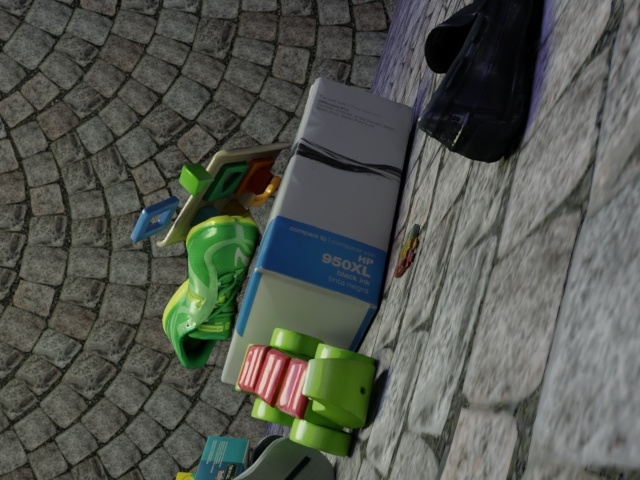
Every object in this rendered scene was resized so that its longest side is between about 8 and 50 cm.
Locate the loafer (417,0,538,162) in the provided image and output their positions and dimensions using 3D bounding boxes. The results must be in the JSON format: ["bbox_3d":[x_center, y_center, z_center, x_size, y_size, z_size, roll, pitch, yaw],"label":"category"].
[{"bbox_3d":[0.123,-0.155,0.663,0.076,0.078,0.223,112,175,-51],"label":"loafer"}]

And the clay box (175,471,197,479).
[{"bbox_3d":[-0.241,0.537,1.472,0.222,0.053,0.128,-86,-4,-47],"label":"clay box"}]

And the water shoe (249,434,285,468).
[{"bbox_3d":[-0.099,0.432,1.472,0.203,0.072,0.080,-75,1,-51],"label":"water shoe"}]

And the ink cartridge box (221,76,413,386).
[{"bbox_3d":[0.000,0.000,1.241,0.286,0.166,0.395,111,175,-49],"label":"ink cartridge box"}]

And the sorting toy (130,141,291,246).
[{"bbox_3d":[-0.133,-0.062,1.252,0.196,0.047,0.347,-51,-14,25],"label":"sorting toy"}]

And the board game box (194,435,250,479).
[{"bbox_3d":[-0.176,0.546,1.426,0.254,0.079,0.336,-79,-8,-69],"label":"board game box"}]

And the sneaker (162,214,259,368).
[{"bbox_3d":[-0.150,0.079,1.226,0.124,0.109,0.296,66,146,37],"label":"sneaker"}]

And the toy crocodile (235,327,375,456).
[{"bbox_3d":[-0.031,0.163,0.967,0.340,0.105,0.115,0,70,66],"label":"toy crocodile"}]

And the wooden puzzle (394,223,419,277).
[{"bbox_3d":[0.095,0.012,0.925,0.083,0.006,0.049,114,173,-69],"label":"wooden puzzle"}]

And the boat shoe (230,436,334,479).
[{"bbox_3d":[-0.083,0.308,0.840,0.119,0.121,0.335,-63,-20,16],"label":"boat shoe"}]
